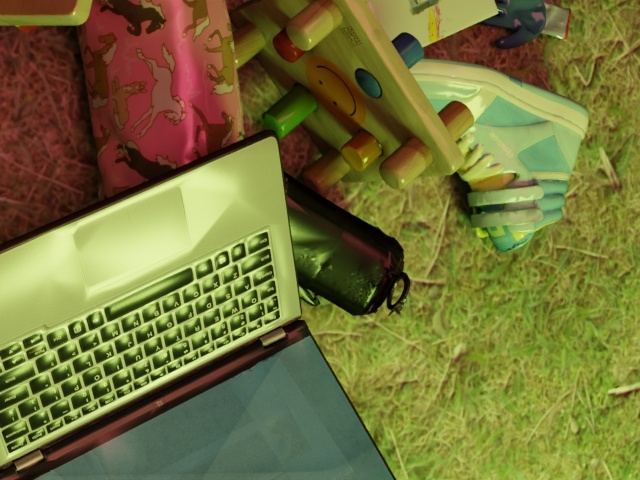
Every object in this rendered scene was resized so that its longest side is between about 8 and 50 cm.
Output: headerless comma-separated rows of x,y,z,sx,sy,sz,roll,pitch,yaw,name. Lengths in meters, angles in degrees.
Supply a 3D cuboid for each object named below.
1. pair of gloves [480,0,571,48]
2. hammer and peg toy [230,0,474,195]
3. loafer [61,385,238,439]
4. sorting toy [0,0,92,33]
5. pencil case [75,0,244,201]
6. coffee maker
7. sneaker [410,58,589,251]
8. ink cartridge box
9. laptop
0.270,-0.345,1.720,0.159,0.023,0.198,11,84,-26,pair of gloves
-0.004,-0.215,1.434,0.127,0.266,0.361,-42,109,-22,hammer and peg toy
-0.126,0.207,1.454,0.319,0.111,0.112,-3,91,-28,loafer
-0.302,-0.323,1.291,0.089,0.255,0.257,36,60,-63,sorting toy
-0.178,-0.169,1.399,0.160,0.167,0.386,-13,95,-35,pencil case
0.000,0.000,1.488,0.178,0.171,0.120,29,76,-25,coffee maker
0.194,-0.100,1.620,0.319,0.127,0.208,13,83,-27,sneaker
0.093,-0.292,1.564,0.176,0.128,0.127,-26,102,-25,ink cartridge box
-0.128,0.171,1.291,0.382,0.236,0.408,-26,132,-23,laptop
